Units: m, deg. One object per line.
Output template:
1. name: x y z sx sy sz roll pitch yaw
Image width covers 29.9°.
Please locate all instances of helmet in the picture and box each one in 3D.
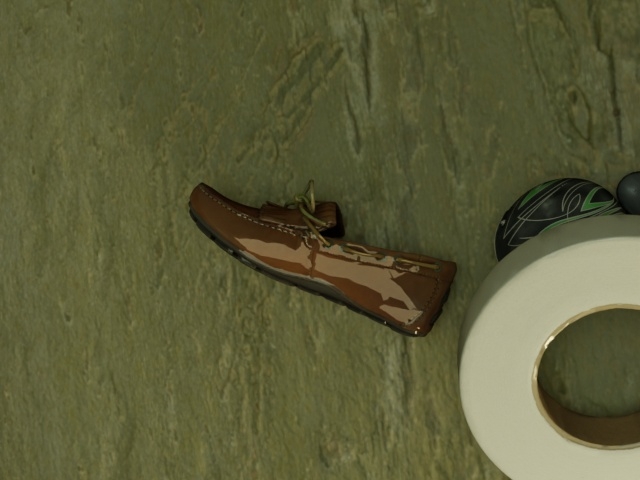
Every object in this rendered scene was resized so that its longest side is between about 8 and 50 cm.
1. helmet: 0.311 -0.001 1.540 0.169 0.161 0.169 -1 88 15

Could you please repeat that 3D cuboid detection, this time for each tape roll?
1. tape roll: 0.363 0.157 1.480 0.392 0.072 0.392 2 115 3

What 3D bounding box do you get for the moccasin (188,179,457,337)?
1. moccasin: -0.001 0.000 1.637 0.380 0.139 0.147 23 93 15

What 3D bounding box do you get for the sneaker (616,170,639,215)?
1. sneaker: 0.480 -0.022 1.528 0.223 0.098 0.083 34 97 14
